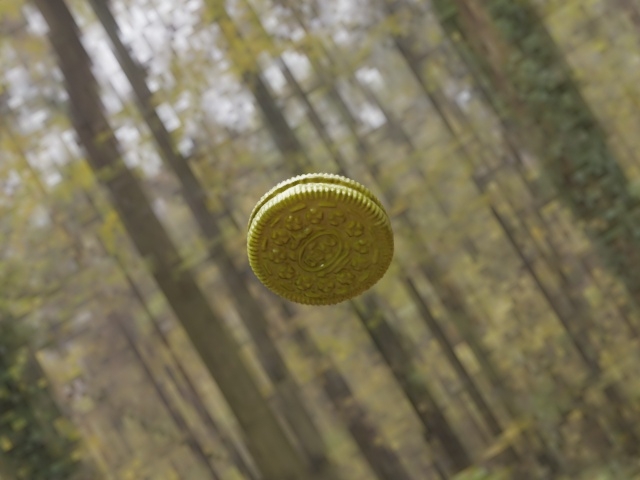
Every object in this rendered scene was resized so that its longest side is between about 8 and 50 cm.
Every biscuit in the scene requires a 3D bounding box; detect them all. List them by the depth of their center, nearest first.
[{"bbox_3d":[0.000,0.000,1.115,0.084,0.084,0.023,-35,28,23],"label":"biscuit"}]
